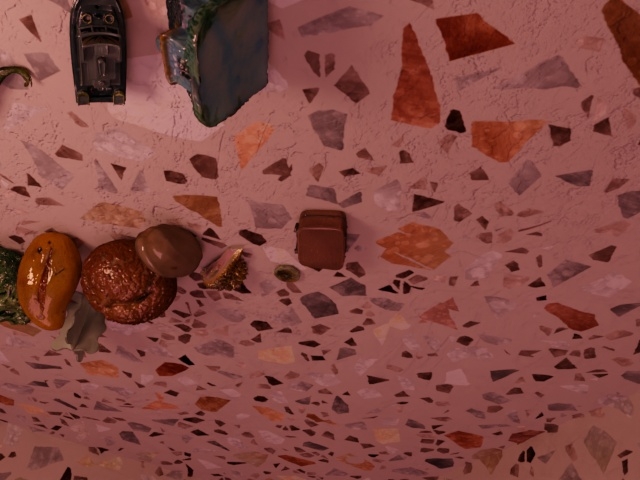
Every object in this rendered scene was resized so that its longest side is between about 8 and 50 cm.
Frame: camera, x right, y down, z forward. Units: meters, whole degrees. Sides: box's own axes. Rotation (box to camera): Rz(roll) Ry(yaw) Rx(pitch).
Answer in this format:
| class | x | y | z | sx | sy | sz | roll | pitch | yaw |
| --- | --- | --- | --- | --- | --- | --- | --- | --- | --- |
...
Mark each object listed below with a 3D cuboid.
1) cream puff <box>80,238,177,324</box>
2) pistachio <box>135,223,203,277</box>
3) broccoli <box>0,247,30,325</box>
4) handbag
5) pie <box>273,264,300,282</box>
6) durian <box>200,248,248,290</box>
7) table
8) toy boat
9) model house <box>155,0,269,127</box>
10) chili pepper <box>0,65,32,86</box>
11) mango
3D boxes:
| class | x | y | z | sx | sy | sz | roll | pitch | yaw |
| --- | --- | --- | --- | --- | --- | --- | --- | --- | --- |
| cream puff | -0.590 | 0.141 | 2.013 | 0.302 | 0.212 | 0.303 | 7 | 139 | 6 |
| pistachio | -0.435 | 0.032 | 1.916 | 0.137 | 0.153 | 0.237 | -4 | 170 | 28 |
| broccoli | -1.004 | 0.149 | 2.068 | 0.265 | 0.245 | 0.295 | 6 | 121 | 47 |
| handbag | 0.000 | 0.000 | 1.856 | 0.151 | 0.072 | 0.193 | 3 | 143 | 5 |
| pie | -0.101 | 0.104 | 2.039 | 0.085 | 0.017 | 0.085 | 5 | 141 | 4 |
| durian | -0.283 | 0.099 | 2.013 | 0.140 | 0.079 | 0.224 | 21 | 140 | -16 |
| table | -0.806 | 0.293 | 2.241 | 0.166 | 0.199 | 0.167 | 4 | 140 | 4 |
| toy boat | -0.467 | -0.410 | 1.392 | 0.114 | 0.122 | 0.296 | -7 | 143 | -22 |
| model house | -0.253 | -0.407 | 1.315 | 0.241 | 0.226 | 0.261 | 31 | 143 | 19 |
| chili pepper | -0.831 | -0.324 | 1.601 | 0.358 | 0.076 | 0.085 | -24 | 106 | 33 |
| mango | -0.810 | 0.119 | 1.974 | 0.176 | 0.295 | 0.120 | 9 | 172 | -17 |
